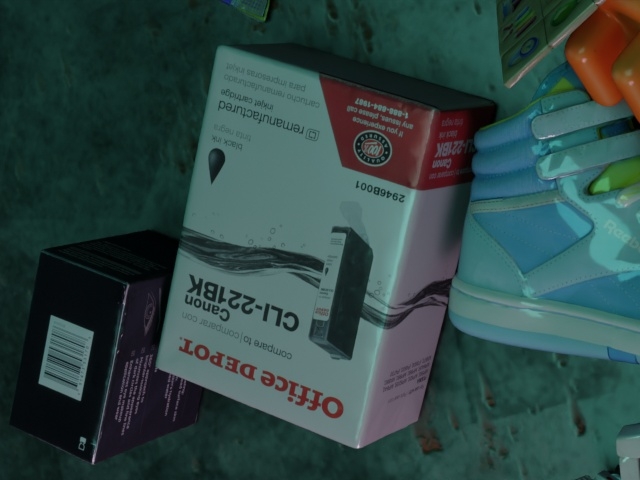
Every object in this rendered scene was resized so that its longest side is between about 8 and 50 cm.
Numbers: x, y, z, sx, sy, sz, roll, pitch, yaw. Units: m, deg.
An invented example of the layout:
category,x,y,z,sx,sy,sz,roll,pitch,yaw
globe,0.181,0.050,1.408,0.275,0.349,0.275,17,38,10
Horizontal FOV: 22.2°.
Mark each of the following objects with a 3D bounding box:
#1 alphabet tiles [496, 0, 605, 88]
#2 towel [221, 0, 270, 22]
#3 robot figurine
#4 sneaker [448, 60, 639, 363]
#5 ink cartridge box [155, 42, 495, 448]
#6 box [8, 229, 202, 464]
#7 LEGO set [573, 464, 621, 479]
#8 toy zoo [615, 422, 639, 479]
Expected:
category,x,y,z,sx,sy,sz,roll,pitch,yaw
alphabet tiles,0.189,-0.222,1.100,0.009,0.237,0.198,37,118,-19
towel,-0.069,-0.222,1.351,0.083,0.009,0.060,30,111,23
robot figurine,0.256,-0.182,1.087,0.128,0.158,0.219,40,85,-10
sneaker,0.236,-0.023,1.141,0.319,0.127,0.208,5,100,28
ink cartridge box,0.000,0.000,1.281,0.197,0.114,0.273,19,106,26
box,-0.165,0.084,1.358,0.093,0.158,0.156,20,105,25
LEGO set,0.295,0.235,1.180,0.244,0.060,0.182,-21,83,29
toy zoo,0.311,0.229,1.140,0.192,0.030,0.293,-1,105,24
